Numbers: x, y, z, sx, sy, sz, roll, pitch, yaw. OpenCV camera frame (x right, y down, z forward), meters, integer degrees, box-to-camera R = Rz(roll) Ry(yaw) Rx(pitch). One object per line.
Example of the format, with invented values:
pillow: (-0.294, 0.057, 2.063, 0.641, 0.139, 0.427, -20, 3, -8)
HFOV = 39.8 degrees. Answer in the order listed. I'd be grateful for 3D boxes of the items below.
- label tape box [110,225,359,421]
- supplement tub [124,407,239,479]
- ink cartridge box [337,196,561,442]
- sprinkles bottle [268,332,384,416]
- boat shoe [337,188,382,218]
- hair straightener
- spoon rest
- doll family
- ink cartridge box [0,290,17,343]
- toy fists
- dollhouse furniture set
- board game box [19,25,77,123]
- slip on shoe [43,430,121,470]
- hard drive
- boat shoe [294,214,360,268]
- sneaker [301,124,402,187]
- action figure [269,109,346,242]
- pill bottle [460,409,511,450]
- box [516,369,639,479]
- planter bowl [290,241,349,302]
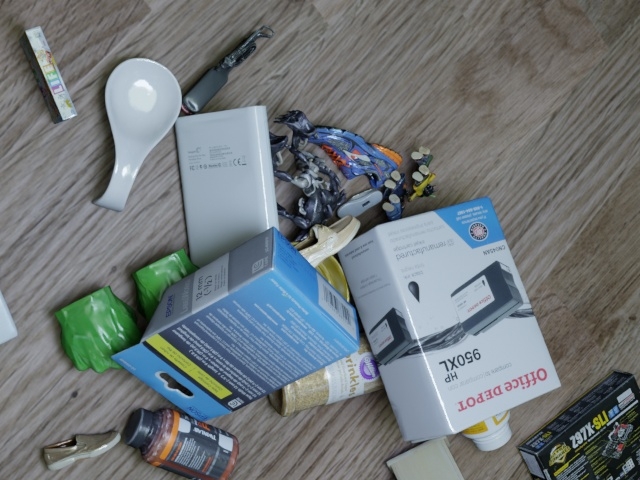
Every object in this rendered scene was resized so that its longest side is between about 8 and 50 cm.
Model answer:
label tape box: (-0.144, 0.158, 1.521, 0.347, 0.115, 0.249, -28, 128, 22)
supplement tub: (-0.255, 0.373, 1.616, 0.198, 0.106, 0.106, 28, 82, -24)
ink cartridge box: (0.243, 0.147, 1.676, 0.285, 0.166, 0.395, -15, 81, -30)
sprinkles bottle: (0.071, 0.247, 1.747, 0.355, 0.121, 0.121, -12, 98, -23)
boat shoe: (0.075, -0.076, 1.777, 0.100, 0.035, 0.035, -30, 120, -7)
hair straightener: (-0.164, -0.318, 1.626, 0.230, 0.089, 0.047, -44, 107, -16)
spoon rest: (-0.331, -0.187, 1.562, 0.137, 0.084, 0.276, 16, 87, -24)
doll family: (0.178, -0.097, 1.794, 0.193, 0.111, 0.076, -41, 68, -10)
ink cartridge box: (-0.697, 0.039, 1.388, 0.308, 0.091, 0.385, -24, 110, -21)
toy fists: (-0.325, 0.133, 1.574, 0.279, 0.096, 0.142, -27, 92, -15)
dollhouse furniture set: (0.233, 0.606, 1.872, 0.286, 0.198, 0.303, -27, 136, 1)
board game box: (-0.460, -0.275, 1.488, 0.026, 0.103, 0.154, -25, 102, -21)
slip on shoe: (-0.425, 0.363, 1.572, 0.135, 0.051, 0.041, -19, 103, -14)
hard drive: (-0.166, -0.076, 1.583, 0.040, 0.203, 0.308, -14, 100, -51)
boat shoe: (0.000, 0.000, 1.635, 0.170, 0.063, 0.059, -40, 113, -18)
sneaker: (0.059, -0.166, 1.742, 0.221, 0.083, 0.087, 20, 90, -22)
action figure: (-0.043, -0.112, 1.671, 0.164, 0.141, 0.276, -42, 135, -25)
pill bottle: (0.324, 0.334, 1.866, 0.117, 0.117, 0.215, -32, 105, -19)
box: (0.637, 0.494, 2.038, 0.322, 0.079, 0.257, -33, 104, -19)
planter bowl: (-0.060, 0.110, 1.695, 0.217, 0.090, 0.217, -1, 92, -26)
